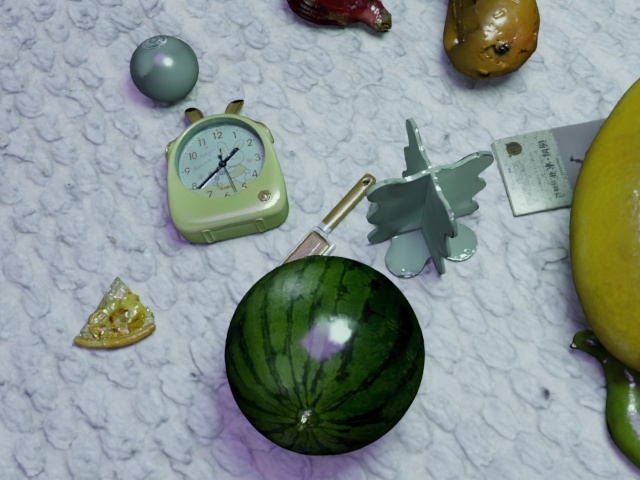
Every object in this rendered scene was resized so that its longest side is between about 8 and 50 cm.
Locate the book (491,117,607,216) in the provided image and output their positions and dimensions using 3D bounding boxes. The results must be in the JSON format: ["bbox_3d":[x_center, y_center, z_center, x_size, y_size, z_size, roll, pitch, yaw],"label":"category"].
[{"bbox_3d":[0.355,-0.108,1.044,0.182,0.014,0.127,-11,69,1],"label":"book"}]

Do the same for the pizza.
[{"bbox_3d":[-0.296,0.100,1.012,0.123,0.026,0.108,-11,66,1],"label":"pizza"}]

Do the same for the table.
[{"bbox_3d":[0.140,-0.052,0.941,0.167,0.198,0.166,-2,69,4],"label":"table"}]

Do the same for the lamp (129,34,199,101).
[{"bbox_3d":[-0.242,-0.267,1.108,0.105,0.105,0.105,-2,69,4],"label":"lamp"}]

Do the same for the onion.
[{"bbox_3d":[0.042,-0.414,1.124,0.198,0.135,0.173,42,81,16],"label":"onion"}]

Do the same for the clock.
[{"bbox_3d":[-0.144,-0.118,1.061,0.170,0.069,0.231,-12,67,1],"label":"clock"}]

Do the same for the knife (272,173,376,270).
[{"bbox_3d":[0.000,0.000,1.028,0.046,0.022,0.256,39,77,13],"label":"knife"}]

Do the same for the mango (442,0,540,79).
[{"bbox_3d":[0.250,-0.353,1.082,0.156,0.151,0.248,-32,53,36],"label":"mango"}]

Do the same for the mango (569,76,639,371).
[{"bbox_3d":[0.474,-0.039,0.904,0.302,0.220,0.444,25,81,0],"label":"mango"}]

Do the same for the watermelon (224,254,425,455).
[{"bbox_3d":[0.005,0.136,0.861,0.243,0.242,0.242,-2,69,4],"label":"watermelon"}]

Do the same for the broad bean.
[{"bbox_3d":[0.388,0.208,0.901,0.071,0.048,0.213,-21,66,1],"label":"broad bean"}]
